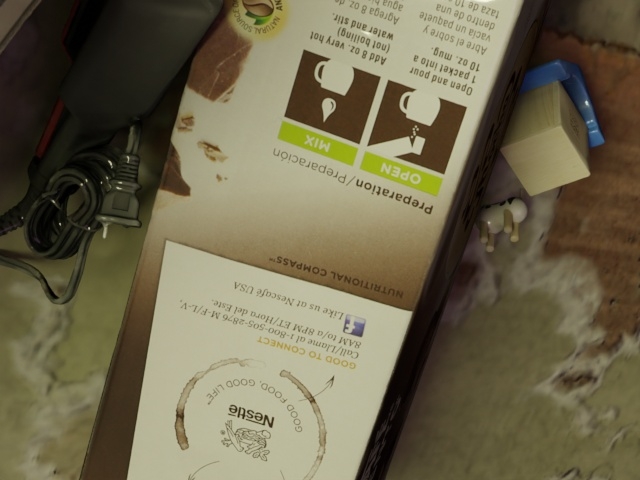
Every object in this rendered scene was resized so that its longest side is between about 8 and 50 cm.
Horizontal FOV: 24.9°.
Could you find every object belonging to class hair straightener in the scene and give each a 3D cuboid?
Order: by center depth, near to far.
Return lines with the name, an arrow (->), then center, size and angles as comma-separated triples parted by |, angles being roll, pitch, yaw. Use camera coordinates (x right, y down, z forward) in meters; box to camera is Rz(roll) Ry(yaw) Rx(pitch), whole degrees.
hair straightener -> -0.098, -0.038, 0.585 | 0.047, 0.089, 0.230 | 12, 146, -27

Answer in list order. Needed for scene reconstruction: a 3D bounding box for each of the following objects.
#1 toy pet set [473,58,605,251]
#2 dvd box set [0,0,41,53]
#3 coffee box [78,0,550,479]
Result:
toy pet set -> 0.081, -0.058, 0.760 | 0.114, 0.065, 0.122 | -19, 131, 24
dvd box set -> -0.206, -0.210, 0.376 | 0.420, 0.062, 0.307 | 62, 40, -39
coffee box -> 0.000, 0.000, 0.643 | 0.119, 0.168, 0.297 | 21, 111, 9
